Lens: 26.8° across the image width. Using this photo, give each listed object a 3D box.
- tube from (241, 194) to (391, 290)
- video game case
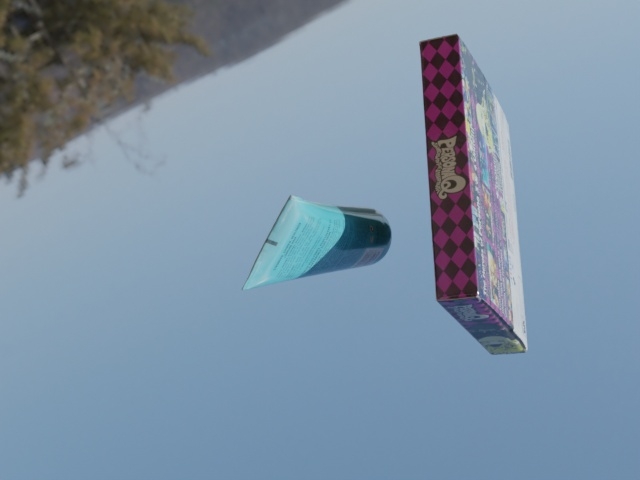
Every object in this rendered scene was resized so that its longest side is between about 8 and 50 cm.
[{"bbox_3d":[0.000,0.000,1.076,0.080,0.052,0.207,-67,161,10],"label":"tube"},{"bbox_3d":[0.137,-0.033,1.182,0.042,0.232,0.210,-8,162,17],"label":"video game case"}]
